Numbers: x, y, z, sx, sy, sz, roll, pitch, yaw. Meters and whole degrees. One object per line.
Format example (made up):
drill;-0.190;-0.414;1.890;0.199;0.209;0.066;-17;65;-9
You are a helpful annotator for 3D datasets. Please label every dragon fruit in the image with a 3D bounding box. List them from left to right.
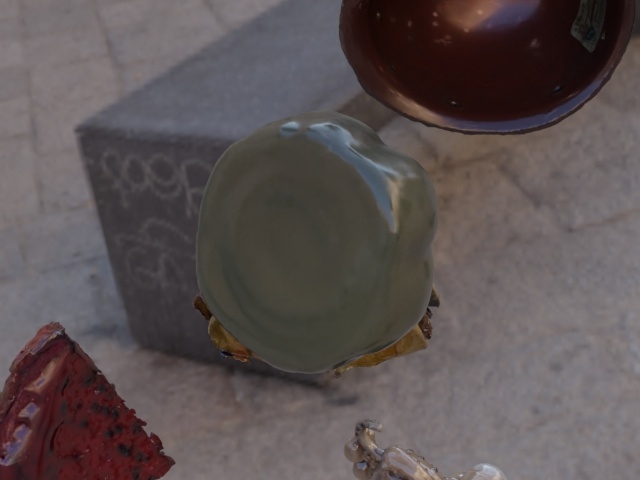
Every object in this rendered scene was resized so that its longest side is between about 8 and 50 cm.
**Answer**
dragon fruit;-0.324;0.229;1.777;0.240;0.330;0.302;-6;39;-4

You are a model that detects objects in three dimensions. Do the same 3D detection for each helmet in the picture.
helmet;0.096;-0.150;0.820;0.175;0.155;0.106;-18;24;5

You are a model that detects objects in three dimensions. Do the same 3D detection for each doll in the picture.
doll;0.149;0.324;1.704;0.278;0.154;0.119;29;63;29

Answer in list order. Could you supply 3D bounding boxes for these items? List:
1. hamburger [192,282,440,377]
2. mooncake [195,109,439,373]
hamburger;0.009;0.074;1.736;0.282;0.245;0.155;28;38;-23
mooncake;0.000;0.000;1.353;0.275;0.275;0.135;11;16;35
